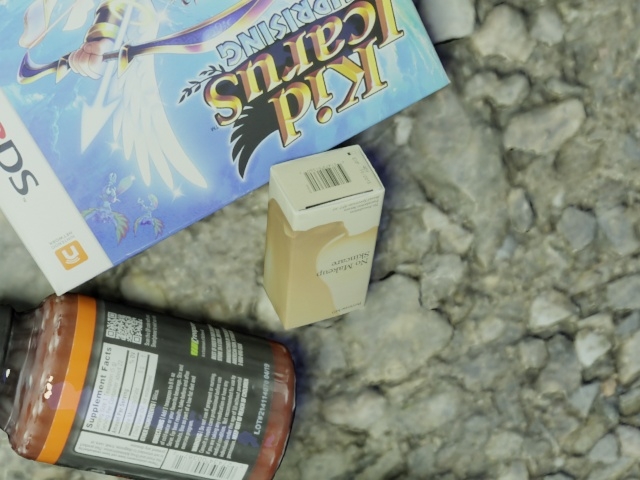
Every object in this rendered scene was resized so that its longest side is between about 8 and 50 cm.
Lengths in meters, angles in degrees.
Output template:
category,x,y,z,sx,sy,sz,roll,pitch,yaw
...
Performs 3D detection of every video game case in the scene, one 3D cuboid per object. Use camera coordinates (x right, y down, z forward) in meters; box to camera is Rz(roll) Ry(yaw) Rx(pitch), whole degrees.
category,x,y,z,sx,sy,sz,roll,pitch,yaw
video game case,-0.095,-0.135,0.674,0.269,0.061,0.244,-29,115,-1

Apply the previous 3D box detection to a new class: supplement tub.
category,x,y,z,sx,sy,sz,roll,pitch,yaw
supplement tub,-0.121,0.092,0.729,0.198,0.106,0.106,15,106,-17

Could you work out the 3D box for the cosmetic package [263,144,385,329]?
category,x,y,z,sx,sy,sz,roll,pitch,yaw
cosmetic package,0.000,0.000,0.724,0.060,0.041,0.115,-16,144,-16
